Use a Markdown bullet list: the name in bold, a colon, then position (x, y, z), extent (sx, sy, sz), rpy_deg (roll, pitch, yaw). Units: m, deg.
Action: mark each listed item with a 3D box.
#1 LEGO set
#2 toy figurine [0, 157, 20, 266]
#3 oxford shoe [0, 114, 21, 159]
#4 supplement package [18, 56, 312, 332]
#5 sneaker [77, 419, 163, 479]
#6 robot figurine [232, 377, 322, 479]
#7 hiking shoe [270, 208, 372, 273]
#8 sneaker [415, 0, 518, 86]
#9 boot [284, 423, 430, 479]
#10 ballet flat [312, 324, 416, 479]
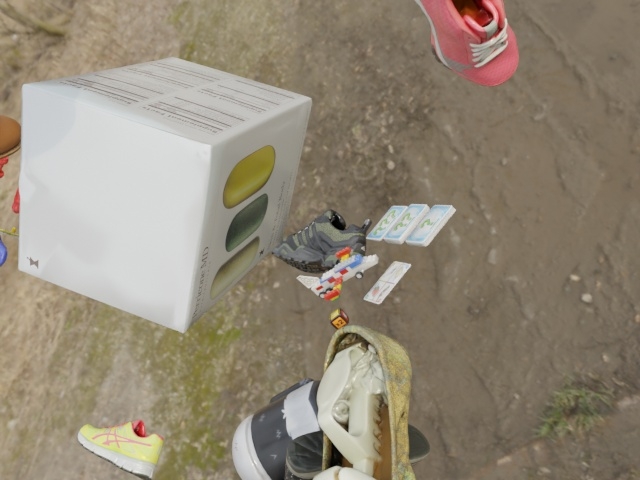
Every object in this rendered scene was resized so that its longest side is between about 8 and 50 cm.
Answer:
- **LEGO set**: position (0.072, 0.024, 1.017), extent (0.244, 0.060, 0.182), rpy_deg (-49, 21, -13)
- **toy figurine**: position (-0.635, -0.044, 1.097), extent (0.191, 0.363, 0.217), rpy_deg (-45, 31, 34)
- **oxford shoe**: position (-0.442, -0.135, 0.776), extent (0.076, 0.212, 0.076), rpy_deg (-36, 73, 35)
- **supplement package**: position (-0.159, -0.068, 0.731), extent (0.262, 0.198, 0.199), rpy_deg (-47, -27, -62)
- **sneaker**: position (-0.380, 0.387, 1.285), extent (0.209, 0.081, 0.094), rpy_deg (12, 64, 31)
- **robot figurine**: position (-0.035, 0.378, 1.275), extent (0.278, 0.173, 0.209), rpy_deg (-31, -3, 15)
- **hiking shoe**: position (0.000, 0.000, 1.239), extent (0.227, 0.086, 0.114), rpy_deg (8, 72, 39)
- **sneaker**: position (0.216, -0.308, 0.959), extent (0.116, 0.314, 0.136), rpy_deg (-41, 46, 12)
- **boot**: position (0.041, 0.370, 1.034), extent (0.085, 0.237, 0.178), rpy_deg (-123, 40, -48)
- **ballet flat**: position (0.039, 0.236, 0.705), extent (0.123, 0.123, 0.348), rpy_deg (-34, 33, 33)
